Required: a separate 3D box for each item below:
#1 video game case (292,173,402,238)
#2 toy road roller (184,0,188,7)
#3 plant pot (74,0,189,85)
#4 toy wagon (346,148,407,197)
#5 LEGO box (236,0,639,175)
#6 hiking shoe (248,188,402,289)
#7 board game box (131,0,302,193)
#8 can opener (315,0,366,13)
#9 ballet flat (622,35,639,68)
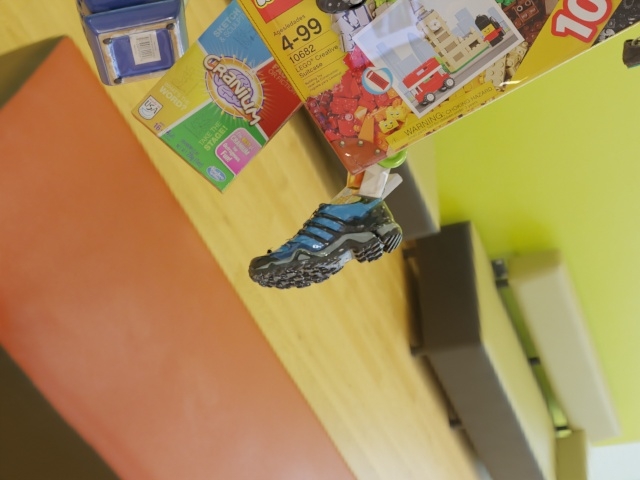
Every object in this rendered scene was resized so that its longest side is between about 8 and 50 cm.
[{"bbox_3d":[0.053,-0.066,1.799,0.212,0.193,0.023,-43,107,-16],"label":"video game case"},{"bbox_3d":[-0.489,-0.675,2.084,0.241,0.202,0.329,-27,70,-44],"label":"toy road roller"},{"bbox_3d":[-0.400,-0.478,1.823,0.236,0.236,0.212,94,-20,-60],"label":"plant pot"},{"bbox_3d":[0.111,-0.244,1.457,0.267,0.068,0.344,-159,-100,-85],"label":"toy wagon"},{"bbox_3d":[0.164,-0.377,1.111,0.372,0.500,0.193,55,20,-20],"label":"LEGO box"},{"bbox_3d":[0.000,0.000,1.636,0.113,0.304,0.132,84,-13,-63],"label":"hiking shoe"},{"bbox_3d":[-0.183,-0.290,1.699,0.242,0.316,0.064,41,-6,-2],"label":"board game box"},{"bbox_3d":[0.051,-0.342,0.977,0.059,0.186,0.073,-1,48,-44],"label":"can opener"},{"bbox_3d":[0.665,-0.376,1.598,0.074,0.203,0.074,4,85,-45],"label":"ballet flat"}]
